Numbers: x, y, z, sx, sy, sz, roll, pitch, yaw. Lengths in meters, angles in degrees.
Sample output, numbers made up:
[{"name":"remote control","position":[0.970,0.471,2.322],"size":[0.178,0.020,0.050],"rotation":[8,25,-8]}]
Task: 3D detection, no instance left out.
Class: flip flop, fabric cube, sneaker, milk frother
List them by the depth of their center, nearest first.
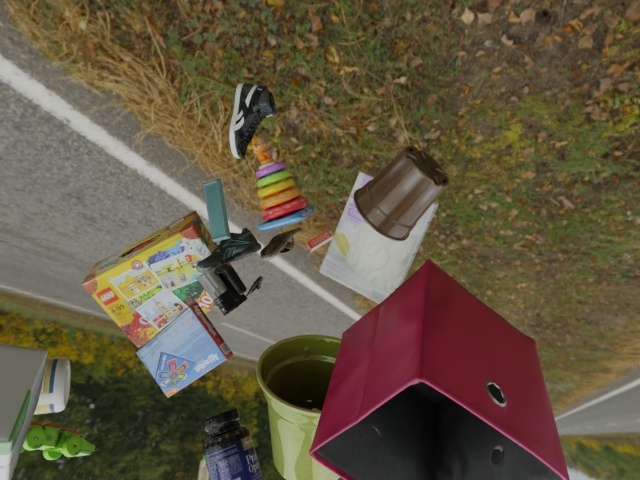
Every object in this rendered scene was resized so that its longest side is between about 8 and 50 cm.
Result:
[{"name":"fabric cube","position":[0.177,0.242,0.682],"size":[0.254,0.258,0.259],"rotation":[36,124,-7]},{"name":"sneaker","position":[-0.189,-0.343,1.245],"size":[0.121,0.217,0.079],"rotation":[7,-176,11]},{"name":"milk frother","position":[-0.254,0.118,1.247],"size":[0.129,0.135,0.143],"rotation":[-34,-176,24]},{"name":"sneaker","position":[-0.341,0.036,1.562],"size":[0.267,0.106,0.101],"rotation":[-26,-177,-43]},{"name":"flip flop","position":[-0.161,0.023,1.846],"size":[0.112,0.277,0.080],"rotation":[-16,109,29]}]

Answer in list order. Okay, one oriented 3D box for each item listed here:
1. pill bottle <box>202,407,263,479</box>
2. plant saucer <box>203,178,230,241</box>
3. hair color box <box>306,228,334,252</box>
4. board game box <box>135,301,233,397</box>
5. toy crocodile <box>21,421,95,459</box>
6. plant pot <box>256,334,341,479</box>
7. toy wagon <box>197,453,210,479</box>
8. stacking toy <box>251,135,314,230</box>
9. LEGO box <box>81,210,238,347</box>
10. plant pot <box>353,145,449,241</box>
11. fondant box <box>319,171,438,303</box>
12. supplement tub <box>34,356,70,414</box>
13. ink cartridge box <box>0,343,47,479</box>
[{"name":"pill bottle","position":[-0.222,0.543,1.078],"size":[0.122,0.219,0.123],"rotation":[-19,163,-6]},{"name":"plant saucer","position":[-0.329,-0.095,1.356],"size":[0.067,0.192,0.018],"rotation":[-12,174,21]},{"name":"hair color box","position":[0.000,0.000,2.162],"size":[0.141,0.043,0.072],"rotation":[-31,168,-15]},{"name":"board game box","position":[-0.332,0.269,1.030],"size":[0.281,0.145,0.027],"rotation":[-37,177,34]},{"name":"toy crocodile","position":[-0.903,0.656,1.432],"size":[0.115,0.105,0.340],"rotation":[-19,140,21]},{"name":"plant pot","position":[-0.013,0.399,0.988],"size":[0.275,0.254,0.276],"rotation":[5,-161,-2]},{"name":"toy wagon","position":[-0.379,0.963,1.581],"size":[0.068,0.268,0.344],"rotation":[4,-170,-34]},{"name":"stacking toy","position":[-0.152,-0.197,1.407],"size":[0.165,0.302,0.175],"rotation":[-15,-170,29]},{"name":"LEGO box","position":[-0.653,0.165,1.840],"size":[0.499,0.193,0.373],"rotation":[-28,116,2]},{"name":"plant pot","position":[0.189,-0.113,0.980],"size":[0.166,0.167,0.165],"rotation":[18,130,-29]},{"name":"fondant box","position":[0.168,-0.006,1.279],"size":[0.238,0.331,0.096],"rotation":[26,-167,18]},{"name":"supplement tub","position":[-0.785,0.389,1.145],"size":[0.199,0.145,0.144],"rotation":[2,161,-23]},{"name":"ink cartridge box","position":[-0.535,0.294,0.717],"size":[0.093,0.154,0.212],"rotation":[15,132,-22]}]
